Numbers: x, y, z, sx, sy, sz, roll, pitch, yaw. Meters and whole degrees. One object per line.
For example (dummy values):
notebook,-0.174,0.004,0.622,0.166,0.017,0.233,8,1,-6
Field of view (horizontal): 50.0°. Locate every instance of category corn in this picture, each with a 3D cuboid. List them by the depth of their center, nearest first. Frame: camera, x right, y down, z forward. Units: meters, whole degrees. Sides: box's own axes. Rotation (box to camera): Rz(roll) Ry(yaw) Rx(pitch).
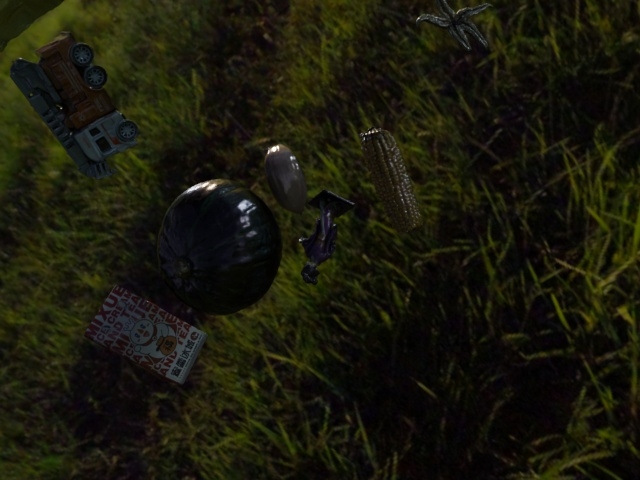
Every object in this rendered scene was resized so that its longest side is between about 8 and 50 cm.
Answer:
corn,0.196,-0.165,1.890,0.115,0.115,0.317,-22,84,27

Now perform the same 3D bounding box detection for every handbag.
handbag,-0.475,0.257,1.850,0.151,0.298,0.171,6,66,51

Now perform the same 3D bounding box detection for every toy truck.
toy truck,-0.575,-0.310,1.638,0.184,0.338,0.133,-35,30,-16

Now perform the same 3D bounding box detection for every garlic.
garlic,-0.076,-0.136,1.678,0.091,0.198,0.128,-25,17,2

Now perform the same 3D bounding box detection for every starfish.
starfish,0.340,-0.547,1.702,0.217,0.050,0.223,-22,72,-10

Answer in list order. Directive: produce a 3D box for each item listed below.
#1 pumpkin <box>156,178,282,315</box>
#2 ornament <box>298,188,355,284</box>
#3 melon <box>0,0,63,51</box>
pumpkin,-0.243,0.023,1.565,0.315,0.315,0.238,-13,8,35
ornament,-0.007,-0.006,1.451,0.088,0.081,0.203,-34,30,59
melon,-0.646,-0.509,1.427,0.124,0.196,0.323,39,80,18
